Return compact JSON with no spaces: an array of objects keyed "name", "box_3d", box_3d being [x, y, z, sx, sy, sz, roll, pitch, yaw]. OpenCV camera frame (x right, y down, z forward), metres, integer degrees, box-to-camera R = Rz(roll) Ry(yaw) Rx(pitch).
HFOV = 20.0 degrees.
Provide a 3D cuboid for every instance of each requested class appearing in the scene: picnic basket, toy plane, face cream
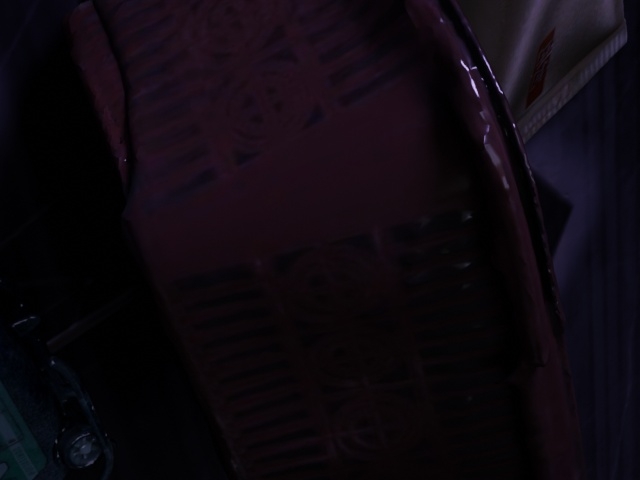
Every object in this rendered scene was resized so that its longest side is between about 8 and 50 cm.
[{"name":"picnic basket","box_3d":[0.000,0.000,0.695,0.129,0.222,0.297,-20,139,-2]},{"name":"toy plane","box_3d":[-0.133,0.096,0.735,0.096,0.060,0.235,-30,136,-14]},{"name":"face cream","box_3d":[0.078,-0.141,0.744,0.137,0.084,0.341,-46,152,-17]}]
